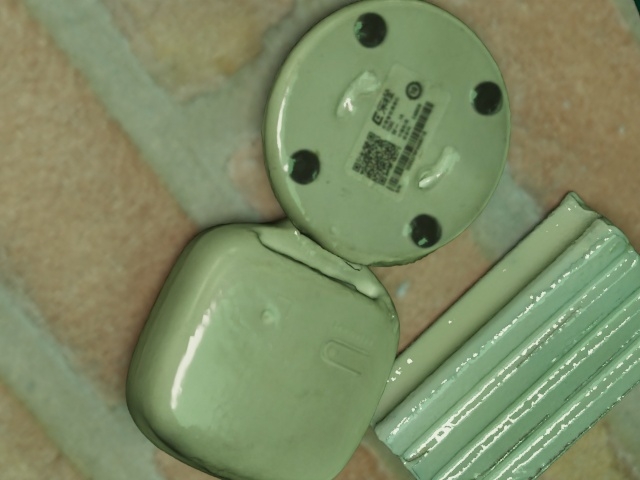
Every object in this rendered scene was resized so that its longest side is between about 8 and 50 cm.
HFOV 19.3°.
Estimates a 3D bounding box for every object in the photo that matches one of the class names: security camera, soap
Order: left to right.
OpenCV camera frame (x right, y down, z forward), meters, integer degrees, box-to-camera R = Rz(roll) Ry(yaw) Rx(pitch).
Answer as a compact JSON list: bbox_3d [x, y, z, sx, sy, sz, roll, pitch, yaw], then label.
[{"bbox_3d":[0.000,0.000,1.098,0.157,0.080,0.301,26,89,-26],"label":"security camera"},{"bbox_3d":[0.128,0.077,1.182,0.198,0.063,0.114,-42,121,-2],"label":"soap"}]

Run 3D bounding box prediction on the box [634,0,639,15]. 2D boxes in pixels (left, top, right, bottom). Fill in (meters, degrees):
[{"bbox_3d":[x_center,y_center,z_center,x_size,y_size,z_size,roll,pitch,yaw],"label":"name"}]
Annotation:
[{"bbox_3d":[0.269,-0.173,1.123,0.153,0.092,0.245,-32,118,-7],"label":"box"}]
